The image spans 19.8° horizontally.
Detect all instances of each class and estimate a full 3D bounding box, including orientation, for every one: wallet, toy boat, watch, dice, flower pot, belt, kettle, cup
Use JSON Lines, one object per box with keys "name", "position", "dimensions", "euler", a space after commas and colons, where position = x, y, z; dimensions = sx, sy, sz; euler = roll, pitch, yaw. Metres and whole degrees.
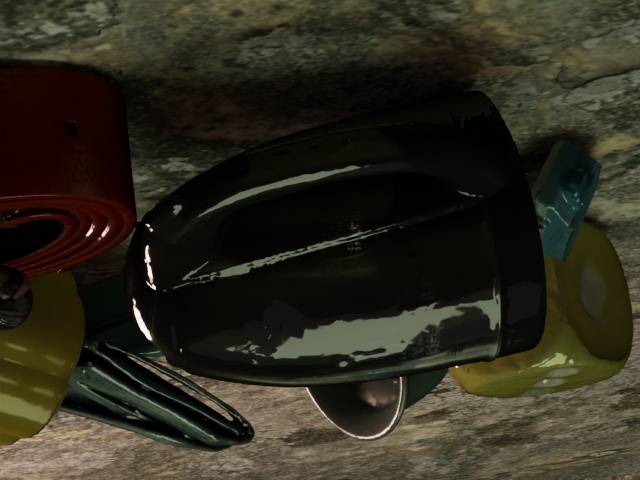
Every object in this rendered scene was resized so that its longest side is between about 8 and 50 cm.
{"name": "wallet", "position": [-0.254, 0.159, 1.987], "dimensions": [0.237, 0.075, 0.342], "euler": [32, 163, -37]}
{"name": "toy boat", "position": [0.209, -0.042, 1.774], "dimensions": [0.102, 0.088, 0.215], "euler": [26, 169, 11]}
{"name": "watch", "position": [-0.164, 0.077, 2.028], "dimensions": [0.237, 0.068, 0.195], "euler": [-11, 163, 10]}
{"name": "dice", "position": [0.231, 0.076, 2.001], "dimensions": [0.169, 0.169, 0.166], "euler": [-18, 160, 34]}
{"name": "flower pot", "position": [-0.358, 0.089, 1.807], "dimensions": [0.179, 0.195, 0.195], "euler": [22, 150, -37]}
{"name": "belt", "position": [-0.290, -0.036, 1.480], "dimensions": [0.324, 0.115, 0.227], "euler": [-18, 160, 37]}
{"name": "kettle", "position": [0.000, 0.000, 1.478], "dimensions": [0.324, 0.228, 0.321], "euler": [-12, 159, -7]}
{"name": "cup", "position": [0.085, 0.116, 2.123], "dimensions": [0.150, 0.199, 0.199], "euler": [-18, 173, -36]}

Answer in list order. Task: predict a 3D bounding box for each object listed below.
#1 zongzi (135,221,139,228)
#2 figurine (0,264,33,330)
{"name": "zongzi", "position": [-0.050, -0.024, 1.715], "dimensions": [0.184, 0.084, 0.187], "euler": [17, 147, -34]}
{"name": "figurine", "position": [-0.288, 0.043, 1.460], "dimensions": [0.072, 0.054, 0.129], "euler": [-16, 162, 38]}
